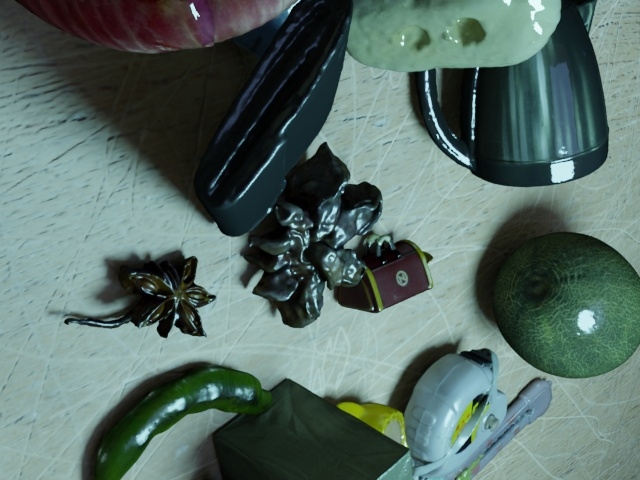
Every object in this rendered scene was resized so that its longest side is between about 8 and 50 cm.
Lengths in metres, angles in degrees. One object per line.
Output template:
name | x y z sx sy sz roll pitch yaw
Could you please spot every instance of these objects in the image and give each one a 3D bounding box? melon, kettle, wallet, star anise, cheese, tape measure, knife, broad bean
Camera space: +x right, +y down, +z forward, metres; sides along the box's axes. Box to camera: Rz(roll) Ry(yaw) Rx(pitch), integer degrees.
melon | 0.413 0.109 1.851 0.302 0.237 0.237 25 91 -53
kettle | 0.273 -0.236 1.567 0.207 0.251 0.271 -60 147 -57
wallet | -0.045 -0.113 1.166 0.228 0.062 0.406 -59 179 -4
star anise | 0.001 0.005 1.443 0.214 0.099 0.220 -41 138 -11
star anise | -0.202 0.072 1.281 0.191 0.070 0.097 -5 88 -45
cheese | 0.160 -0.289 1.345 0.251 0.248 0.173 -40 135 -17
tape measure | 0.212 0.275 1.813 0.236 0.120 0.197 -38 141 -35
knife | 0.303 0.380 2.043 0.398 0.038 0.132 -38 138 -29
broad bean | -0.177 0.229 1.413 0.292 0.049 0.144 -31 138 -31

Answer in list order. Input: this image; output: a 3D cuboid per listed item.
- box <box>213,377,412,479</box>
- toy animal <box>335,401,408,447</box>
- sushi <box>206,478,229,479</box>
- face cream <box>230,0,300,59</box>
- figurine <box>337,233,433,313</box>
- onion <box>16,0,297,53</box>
box | -0.003 0.320 1.507 0.155 0.231 0.149 -34 133 -32
toy animal | 0.054 0.353 1.679 0.156 0.156 0.229 17 87 -51
sushi | -0.142 0.366 1.522 0.055 0.052 0.120 -32 132 -34
face cream | 0.018 -0.376 1.258 0.135 0.086 0.385 28 95 -49
figurine | 0.095 0.035 1.594 0.154 0.082 0.098 -23 107 -40
onion | -0.126 -0.328 0.918 0.354 0.354 0.353 -26 129 -37
